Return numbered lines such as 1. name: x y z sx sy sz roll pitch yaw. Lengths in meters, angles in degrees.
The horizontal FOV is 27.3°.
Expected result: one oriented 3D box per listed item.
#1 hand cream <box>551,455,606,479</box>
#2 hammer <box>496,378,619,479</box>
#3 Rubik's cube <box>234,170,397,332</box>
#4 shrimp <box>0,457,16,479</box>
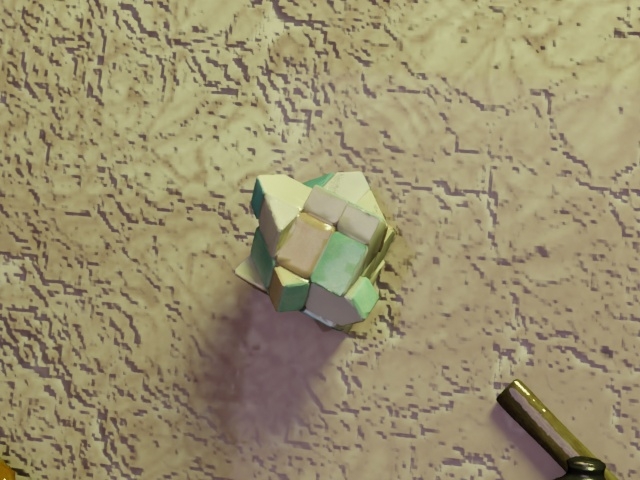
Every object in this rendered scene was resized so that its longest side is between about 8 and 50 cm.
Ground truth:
1. hand cream: 0.115 0.195 0.617 0.087 0.054 0.186 6 90 43
2. hammer: 0.153 0.140 0.645 0.062 0.017 0.182 -46 73 2
3. Rubik's cube: -0.003 0.001 0.671 0.075 0.073 0.084 9 85 13
4. shrimp: -0.281 0.209 0.709 0.294 0.062 0.154 -35 63 2
